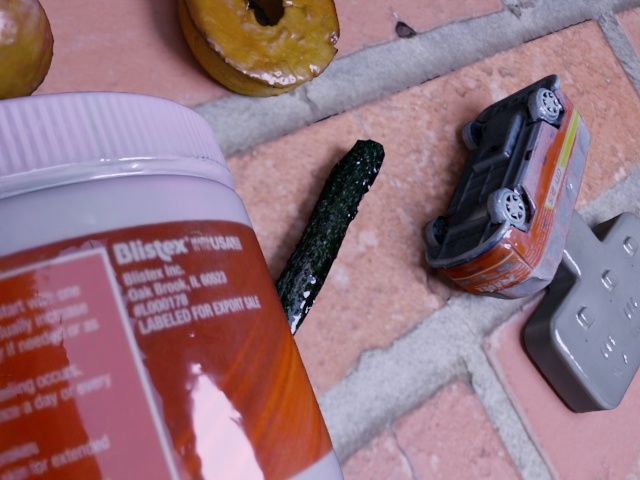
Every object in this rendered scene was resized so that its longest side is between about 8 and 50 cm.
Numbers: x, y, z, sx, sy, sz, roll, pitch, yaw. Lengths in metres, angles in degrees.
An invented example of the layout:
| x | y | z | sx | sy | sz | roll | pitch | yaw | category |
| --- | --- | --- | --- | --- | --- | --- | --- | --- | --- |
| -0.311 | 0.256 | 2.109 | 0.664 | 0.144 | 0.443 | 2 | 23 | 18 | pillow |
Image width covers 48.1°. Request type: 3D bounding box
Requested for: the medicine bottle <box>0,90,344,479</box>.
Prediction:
| x | y | z | sx | sy | sz | roll | pitch | yaw | category |
| --- | --- | --- | --- | --- | --- | --- | --- | --- | --- |
| -0.139 | 0.080 | 0.403 | 0.252 | 0.252 | 0.241 | -15 | 80 | -37 | medicine bottle |

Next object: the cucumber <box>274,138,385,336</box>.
| x | y | z | sx | sy | sz | roll | pitch | yaw | category |
| --- | --- | --- | --- | --- | --- | --- | --- | --- | --- |
| 0.001 | 0.000 | 0.665 | 0.044 | 0.043 | 0.257 | 34 | 56 | -11 | cucumber |

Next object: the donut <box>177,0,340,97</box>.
| x | y | z | sx | sy | sz | roll | pitch | yaw | category |
| --- | --- | --- | --- | --- | --- | --- | --- | --- | --- |
| -0.065 | -0.217 | 0.703 | 0.162 | 0.065 | 0.178 | 8 | 67 | -25 | donut |

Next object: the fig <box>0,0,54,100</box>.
| x | y | z | sx | sy | sz | roll | pitch | yaw | category |
| --- | --- | --- | --- | --- | --- | --- | --- | --- | --- |
| -0.313 | -0.127 | 0.468 | 0.257 | 0.159 | 0.159 | -29 | 88 | -21 | fig |

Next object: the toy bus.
| x | y | z | sx | sy | sz | roll | pitch | yaw | category |
| --- | --- | --- | --- | --- | --- | --- | --- | --- | --- |
| 0.211 | -0.051 | 0.783 | 0.120 | 0.121 | 0.265 | 41 | 53 | -20 | toy bus |

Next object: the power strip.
| x | y | z | sx | sy | sz | roll | pitch | yaw | category |
| --- | --- | --- | --- | --- | --- | --- | --- | --- | --- |
| 0.319 | 0.052 | 0.844 | 0.194 | 0.059 | 0.265 | 52 | 53 | -4 | power strip |
